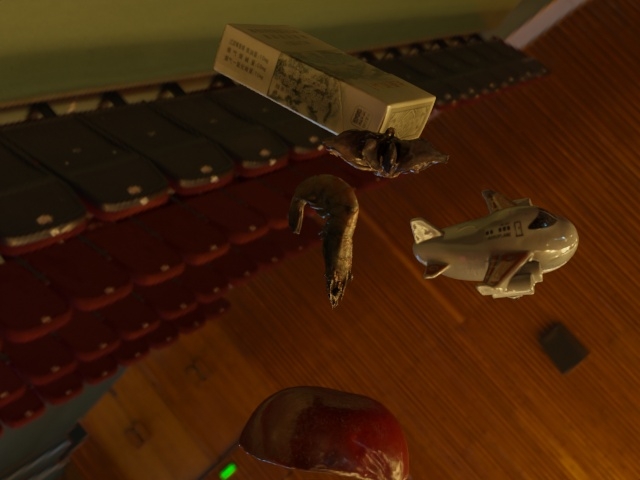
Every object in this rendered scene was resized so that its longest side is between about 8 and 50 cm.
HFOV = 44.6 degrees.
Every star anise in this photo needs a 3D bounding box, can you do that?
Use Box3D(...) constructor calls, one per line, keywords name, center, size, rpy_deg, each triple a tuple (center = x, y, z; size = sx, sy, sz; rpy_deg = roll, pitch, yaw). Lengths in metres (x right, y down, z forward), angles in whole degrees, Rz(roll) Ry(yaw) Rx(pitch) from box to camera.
Box3D(name="star anise", center=(0.085, -0.097, 0.869), size=(0.124, 0.129, 0.056), rpy_deg=(-3, 104, -51))

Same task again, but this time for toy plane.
Box3D(name="toy plane", center=(0.258, 0.001, 1.172), size=(0.245, 0.245, 0.117), rpy_deg=(-37, 126, -26))

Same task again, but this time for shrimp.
Box3D(name="shrimp", center=(0.000, 0.000, 1.715), size=(0.058, 0.169, 0.295), rpy_deg=(-16, 115, -57))

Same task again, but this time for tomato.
Box3D(name="tomato", center=(0.018, 0.357, 1.489), size=(0.338, 0.339, 0.143), rpy_deg=(41, 57, -79))

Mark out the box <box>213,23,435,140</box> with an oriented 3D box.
Box3D(name="box", center=(0.007, -0.213, 1.054), size=(0.164, 0.256, 0.069), rpy_deg=(-25, 141, -58))
